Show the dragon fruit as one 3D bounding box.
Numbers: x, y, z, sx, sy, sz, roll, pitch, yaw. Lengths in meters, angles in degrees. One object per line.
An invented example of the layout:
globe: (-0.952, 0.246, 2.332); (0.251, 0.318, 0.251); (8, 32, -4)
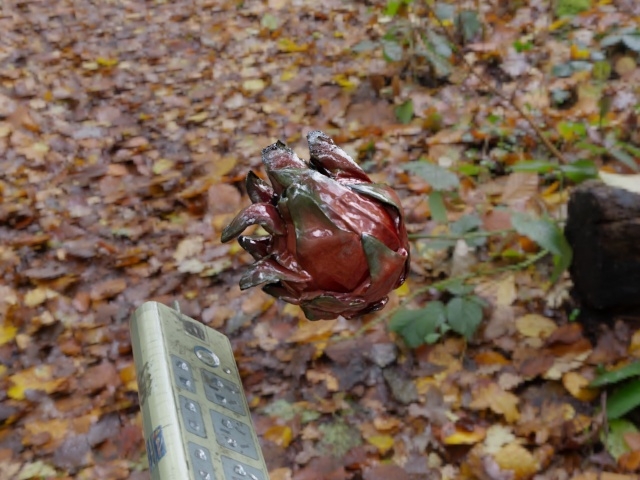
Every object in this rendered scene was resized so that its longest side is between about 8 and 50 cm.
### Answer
dragon fruit: (0.005, -0.004, 0.631); (0.121, 0.142, 0.130); (-46, 39, 15)

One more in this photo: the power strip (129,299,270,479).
power strip: (-0.093, 0.122, 0.604); (0.092, 0.034, 0.268); (32, 16, -31)
